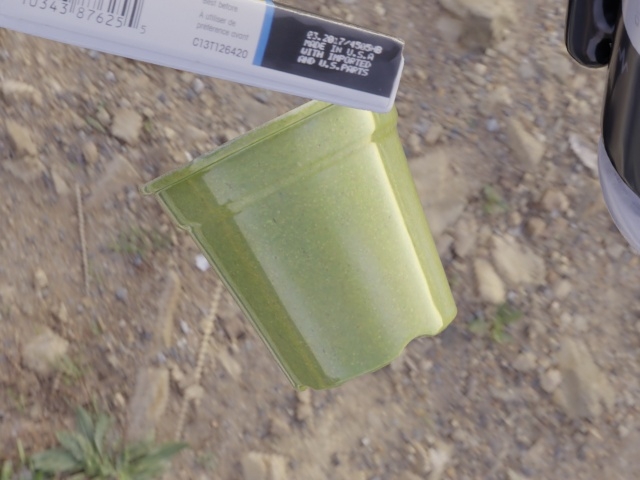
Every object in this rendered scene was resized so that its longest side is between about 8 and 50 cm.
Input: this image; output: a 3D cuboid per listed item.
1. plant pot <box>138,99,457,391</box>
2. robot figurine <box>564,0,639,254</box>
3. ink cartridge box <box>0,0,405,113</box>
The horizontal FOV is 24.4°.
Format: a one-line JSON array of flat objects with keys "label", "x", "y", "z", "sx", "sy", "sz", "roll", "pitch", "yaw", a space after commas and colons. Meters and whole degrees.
[{"label": "plant pot", "x": 0.000, "y": 0.000, "z": 1.445, "sx": 0.276, "sy": 0.276, "sz": 0.254, "roll": -27, "pitch": 95, "yaw": -8}, {"label": "robot figurine", "x": 0.233, "y": -0.096, "z": 0.740, "sx": 0.173, "sy": 0.209, "sz": 0.278, "roll": -8, "pitch": 137, "yaw": -7}, {"label": "ink cartridge box", "x": -0.136, "y": -0.176, "z": 1.101, "sx": 0.303, "sy": 0.307, "sz": 0.072, "roll": 9, "pitch": 103, "yaw": -27}]
